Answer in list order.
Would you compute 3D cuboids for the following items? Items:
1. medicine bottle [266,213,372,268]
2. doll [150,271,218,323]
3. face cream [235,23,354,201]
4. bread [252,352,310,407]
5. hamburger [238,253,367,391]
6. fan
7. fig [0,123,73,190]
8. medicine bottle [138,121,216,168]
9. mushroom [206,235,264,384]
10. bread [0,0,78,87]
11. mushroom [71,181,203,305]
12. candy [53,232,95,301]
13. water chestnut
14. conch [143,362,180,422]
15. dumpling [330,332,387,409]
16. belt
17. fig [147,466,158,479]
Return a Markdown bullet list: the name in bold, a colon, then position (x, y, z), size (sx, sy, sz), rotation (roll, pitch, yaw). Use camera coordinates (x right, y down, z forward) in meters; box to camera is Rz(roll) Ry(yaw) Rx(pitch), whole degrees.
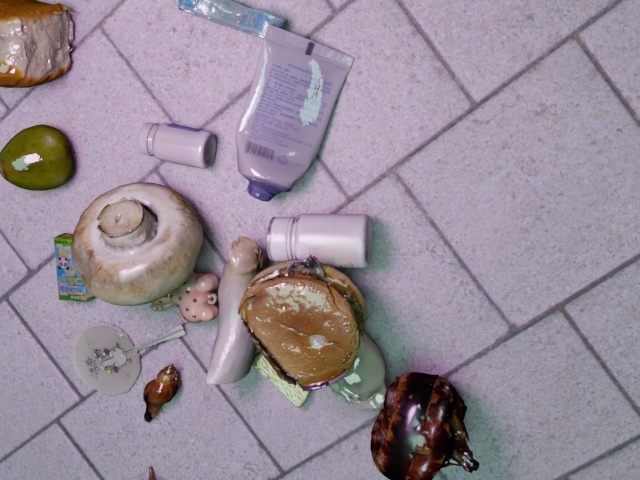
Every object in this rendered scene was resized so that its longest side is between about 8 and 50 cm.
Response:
- **medicine bottle**: position (0.000, 0.000, 1.612), size (0.258, 0.143, 0.143), rotation (1, 101, 11)
- **doll**: position (-0.410, 0.142, 1.752), size (0.278, 0.119, 0.154), rotation (16, 102, 19)
- **face cream**: position (-0.091, -0.303, 1.581), size (0.235, 0.137, 0.420), rotation (17, 101, -13)
- **bread**: position (-0.092, 0.368, 1.760), size (0.193, 0.036, 0.112), rotation (42, 100, 4)
- **hamburger**: position (-0.029, 0.198, 1.529), size (0.277, 0.195, 0.318), rotation (-28, 99, 15)
- **fan**: position (-0.575, 0.334, 1.866), size (0.415, 0.012, 0.233), rotation (-20, 97, 18)
- **fig**: position (-0.793, -0.225, 1.729), size (0.181, 0.191, 0.181), rotation (26, 131, 33)
- **medicine bottle**: position (-0.383, -0.257, 1.666), size (0.187, 0.103, 0.102), rotation (12, 103, 10)
- **mushroom**: position (-0.223, 0.181, 1.682), size (0.126, 0.177, 0.397), rotation (10, 98, 8)
- **bread**: position (-0.813, -0.518, 1.629), size (0.250, 0.279, 0.224), rotation (14, 117, 10)
- **mushroom**: position (-0.481, 0.003, 1.624), size (0.352, 0.352, 0.260), rotation (5, 146, 11)
- **candy**: position (-0.717, 0.079, 1.824), size (0.097, 0.062, 0.194), rotation (3, 102, 11)
- **water chestnut**: position (0.273, 0.486, 1.576), size (0.300, 0.300, 0.300), rotation (2, 101, 12)
- **conch**: position (-0.481, 0.452, 1.835), size (0.086, 0.080, 0.232), rotation (47, 107, 9)
- **dumpling**: position (0.090, 0.342, 1.664), size (0.162, 0.132, 0.250), rotation (-23, 95, 12)
- **belt**: position (-0.233, -0.580, 1.579), size (0.302, 0.087, 0.072), rotation (22, 110, 7)
- **fig**: position (-0.508, 0.782, 1.887), size (0.119, 0.119, 0.153), rotation (-4, 98, 13)
